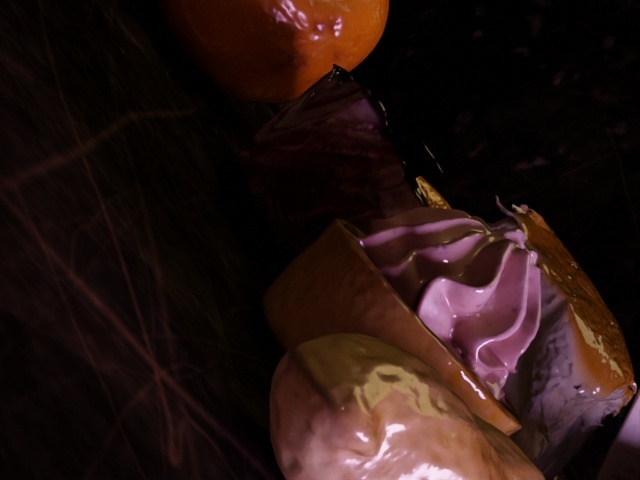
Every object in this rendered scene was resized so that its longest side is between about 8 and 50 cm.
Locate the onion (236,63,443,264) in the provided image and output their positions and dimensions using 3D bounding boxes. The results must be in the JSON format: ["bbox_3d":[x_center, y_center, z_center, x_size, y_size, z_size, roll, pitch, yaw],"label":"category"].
[{"bbox_3d":[0.028,-0.005,0.954,0.314,0.146,0.280,-138,-155,-77],"label":"onion"}]

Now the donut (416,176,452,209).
[{"bbox_3d":[0.090,-0.040,1.508,0.253,0.118,0.253,45,-5,5],"label":"donut"}]

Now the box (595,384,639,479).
[{"bbox_3d":[0.398,0.208,1.123,0.164,0.069,0.256,25,-36,17],"label":"box"}]

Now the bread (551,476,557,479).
[{"bbox_3d":[0.281,0.332,1.312,0.109,0.080,0.084,56,8,23],"label":"bread"}]

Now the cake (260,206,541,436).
[{"bbox_3d":[0.078,0.064,0.748,0.208,0.178,0.185,57,5,-13],"label":"cake"}]

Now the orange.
[{"bbox_3d":[-0.054,-0.286,1.206,0.261,0.261,0.261,54,6,-9],"label":"orange"}]

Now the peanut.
[{"bbox_3d":[0.054,0.130,0.580,0.117,0.101,0.263,29,-9,37],"label":"peanut"}]

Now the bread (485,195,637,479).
[{"bbox_3d":[0.213,0.128,1.167,0.279,0.225,0.250,31,30,-58],"label":"bread"}]

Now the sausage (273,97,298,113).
[{"bbox_3d":[-0.037,-0.243,1.855,0.093,0.093,0.312,49,10,-45],"label":"sausage"}]
